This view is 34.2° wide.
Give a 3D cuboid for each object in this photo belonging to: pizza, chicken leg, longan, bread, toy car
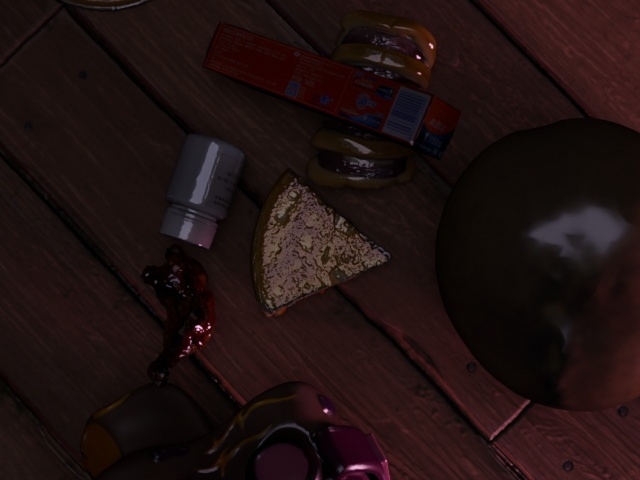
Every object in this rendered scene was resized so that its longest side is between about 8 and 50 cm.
[{"bbox_3d":[0.000,0.000,1.286,0.176,0.036,0.184,-2,82,-1],"label":"pizza"},{"bbox_3d":[-0.168,0.087,1.228,0.090,0.048,0.219,10,44,-21],"label":"chicken leg"},{"bbox_3d":[0.277,0.025,1.150,0.319,0.319,0.318,0,84,1],"label":"longan"},{"bbox_3d":[0.064,-0.168,1.279,0.134,0.081,0.225,10,85,1],"label":"bread"},{"bbox_3d":[-0.110,0.267,1.172,0.341,0.271,0.240,-23,56,-9],"label":"toy car"}]

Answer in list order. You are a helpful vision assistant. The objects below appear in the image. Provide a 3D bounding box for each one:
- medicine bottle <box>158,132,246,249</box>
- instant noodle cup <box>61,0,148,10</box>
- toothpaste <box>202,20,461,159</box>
[{"bbox_3d":[-0.147,-0.059,1.273,0.080,0.080,0.130,19,85,3],"label":"medicine bottle"},{"bbox_3d":[-0.275,-0.435,1.312,0.274,0.091,0.274,0,83,1],"label":"instant noodle cup"},{"bbox_3d":[0.006,-0.178,1.213,0.320,0.076,0.066,26,95,31],"label":"toothpaste"}]
